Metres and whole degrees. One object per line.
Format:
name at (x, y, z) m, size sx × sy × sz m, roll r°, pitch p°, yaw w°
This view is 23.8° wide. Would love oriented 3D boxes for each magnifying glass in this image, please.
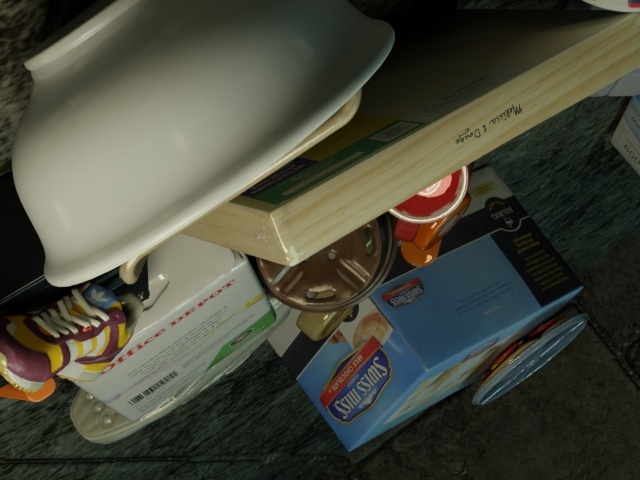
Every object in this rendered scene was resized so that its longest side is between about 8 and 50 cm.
magnifying glass at (-0.304, 0.133, 1.425) m, size 0.092 × 0.026 × 0.231 m, roll -32°, pitch -167°, yaw -29°

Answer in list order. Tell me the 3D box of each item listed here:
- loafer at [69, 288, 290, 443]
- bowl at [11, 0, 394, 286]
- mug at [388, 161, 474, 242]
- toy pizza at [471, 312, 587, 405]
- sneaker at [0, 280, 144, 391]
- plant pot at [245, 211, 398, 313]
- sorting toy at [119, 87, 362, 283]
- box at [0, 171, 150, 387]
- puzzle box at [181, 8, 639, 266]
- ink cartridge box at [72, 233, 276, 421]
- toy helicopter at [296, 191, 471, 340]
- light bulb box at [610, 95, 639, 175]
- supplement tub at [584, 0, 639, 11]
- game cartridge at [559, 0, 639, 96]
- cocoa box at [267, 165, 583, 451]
loafer at (-0.152, 0.134, 1.803) m, size 0.319 × 0.112 × 0.111 m, roll -36°, pitch 156°, yaw -5°
bowl at (-0.105, -0.111, 1.036) m, size 0.298 × 0.134 × 0.298 m, roll -33°, pitch -165°, yaw 10°
mug at (0.108, -0.069, 1.495) m, size 0.113 × 0.150 × 0.169 m, roll -13°, pitch -163°, yaw 10°
toy pizza at (0.285, 0.159, 2.111) m, size 0.201 × 0.032 × 0.201 m, roll -35°, pitch 164°, yaw -11°
sneaker at (-0.206, 0.068, 1.214) m, size 0.084 × 0.069 × 0.185 m, roll -49°, pitch 168°, yaw 10°
plant pot at (0.000, 0.000, 1.548) m, size 0.167 × 0.167 × 0.165 m, roll -37°, pitch -178°, yaw 2°
sorting toy at (-0.056, -0.095, 1.197) m, size 0.229 × 0.041 × 0.307 m, roll -37°, pitch -166°, yaw 15°
box at (-0.278, 0.045, 1.278) m, size 0.261 × 0.103 × 0.184 m, roll -32°, pitch 161°, yaw -18°
puzzle box at (0.057, -0.108, 1.362) m, size 0.409 × 0.052 × 0.272 m, roll -29°, pitch -157°, yaw -24°
ink cartridge box at (-0.169, 0.066, 1.548) m, size 0.201 × 0.117 × 0.278 m, roll -35°, pitch 165°, yaw -5°
toy helicopter at (0.077, -0.013, 1.799) m, size 0.235 × 0.140 × 0.355 m, roll -35°, pitch 163°, yaw -51°
light bulb box at (0.659, -0.151, 2.263) m, size 0.225 × 0.358 × 0.361 m, roll -35°, pitch 164°, yaw -13°
supplement tub at (0.251, -0.308, 1.214) m, size 0.191 × 0.191 × 0.272 m, roll -37°, pitch 165°, yaw 4°
game cartridge at (0.360, -0.231, 1.525) m, size 0.230 × 0.068 × 0.355 m, roll 3°, pitch 164°, yaw -4°
cocoa box at (0.138, 0.088, 2.077) m, size 0.347 × 0.228 × 0.231 m, roll -23°, pitch 160°, yaw -41°
